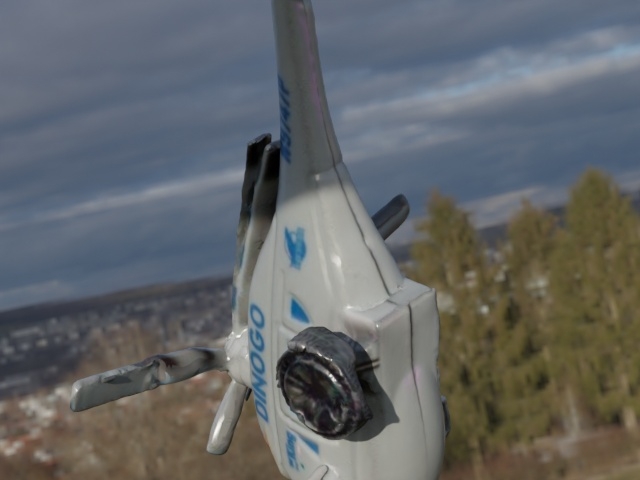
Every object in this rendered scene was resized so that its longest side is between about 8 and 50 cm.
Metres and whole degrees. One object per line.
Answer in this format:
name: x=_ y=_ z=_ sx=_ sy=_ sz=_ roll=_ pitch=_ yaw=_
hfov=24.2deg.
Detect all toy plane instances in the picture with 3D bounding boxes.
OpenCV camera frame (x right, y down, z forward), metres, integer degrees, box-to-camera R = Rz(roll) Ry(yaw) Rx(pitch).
toy plane: x=0.008 y=-0.005 z=0.532 sx=0.107 sy=0.273 sz=0.182 roll=20 pitch=18 yaw=39
